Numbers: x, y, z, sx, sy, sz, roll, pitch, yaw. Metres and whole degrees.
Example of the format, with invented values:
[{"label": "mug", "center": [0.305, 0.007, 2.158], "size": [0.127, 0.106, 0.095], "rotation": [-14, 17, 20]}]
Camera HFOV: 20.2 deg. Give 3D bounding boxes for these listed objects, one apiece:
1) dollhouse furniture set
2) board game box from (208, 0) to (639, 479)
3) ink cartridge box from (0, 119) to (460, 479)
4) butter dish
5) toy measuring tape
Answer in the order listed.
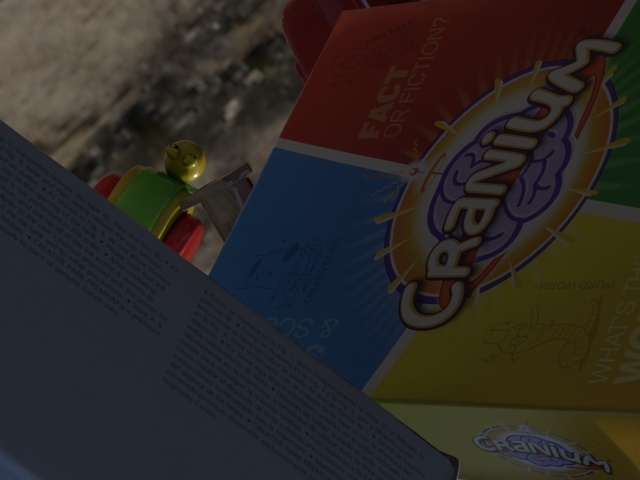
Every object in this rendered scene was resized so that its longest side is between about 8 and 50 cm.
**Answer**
[{"label": "dollhouse furniture set", "center": [0.000, 0.000, 1.553], "size": [0.129, 0.183, 0.129], "rotation": [-36, -173, -39]}, {"label": "board game box", "center": [0.104, -0.009, 0.782], "size": [0.064, 0.316, 0.242], "rotation": [51, 51, -37]}, {"label": "ink cartridge box", "center": [-0.164, 0.093, 0.591], "size": [0.272, 0.309, 0.130], "rotation": [-44, -166, 33]}, {"label": "butter dish", "center": [0.029, -0.151, 1.351], "size": [0.118, 0.160, 0.160], "rotation": [-28, -170, 39]}, {"label": "toy measuring tape", "center": [-0.205, 0.039, 1.725], "size": [0.330, 0.121, 0.121], "rotation": [-59, 156, -13]}]
